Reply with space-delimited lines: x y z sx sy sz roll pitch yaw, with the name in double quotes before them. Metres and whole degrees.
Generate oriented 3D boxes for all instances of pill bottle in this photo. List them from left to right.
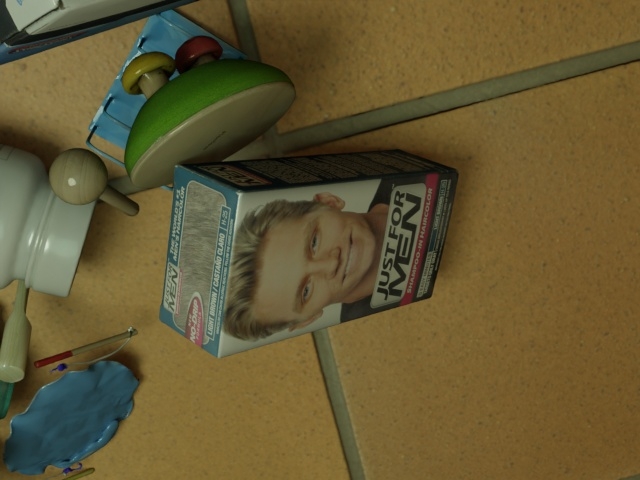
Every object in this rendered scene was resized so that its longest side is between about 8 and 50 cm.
"pill bottle" -0.398 -0.037 0.883 0.283 0.160 0.160 17 106 -14

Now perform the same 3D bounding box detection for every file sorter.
"file sorter" -0.172 -0.158 0.906 0.118 0.104 0.170 29 103 -17

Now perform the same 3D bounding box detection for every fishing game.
"fishing game" -0.312 0.217 1.013 0.189 0.041 0.264 -16 137 -45

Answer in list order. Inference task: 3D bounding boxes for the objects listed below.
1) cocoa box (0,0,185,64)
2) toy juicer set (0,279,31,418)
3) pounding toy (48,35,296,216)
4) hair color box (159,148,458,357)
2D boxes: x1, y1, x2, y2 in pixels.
"cocoa box" -0.175 -0.311 0.688 0.347 0.228 0.232 -34 109 -40
"toy juicer set" -0.406 0.188 0.938 0.089 0.209 0.329 14 108 -23
"pounding toy" -0.150 -0.130 0.793 0.236 0.183 0.110 -31 85 7
"hair color box" 0.000 0.000 0.896 0.347 0.105 0.174 -10 116 -45
